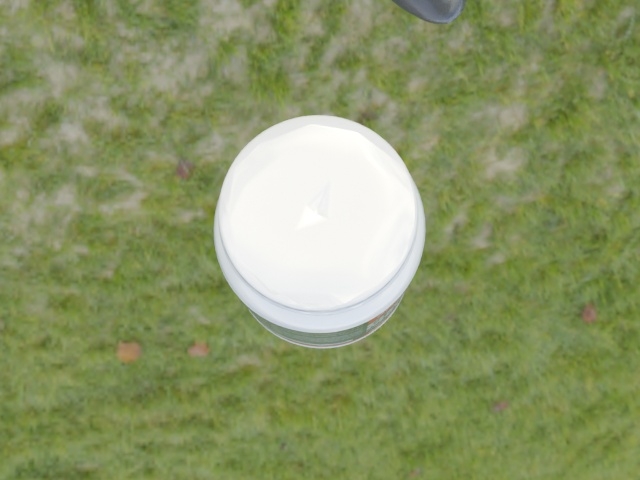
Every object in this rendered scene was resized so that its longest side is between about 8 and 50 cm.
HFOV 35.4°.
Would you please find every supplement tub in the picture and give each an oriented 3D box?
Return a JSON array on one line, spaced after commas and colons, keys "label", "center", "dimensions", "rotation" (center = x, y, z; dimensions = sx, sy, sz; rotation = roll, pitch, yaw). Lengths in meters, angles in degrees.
[{"label": "supplement tub", "center": [0.000, 0.000, 0.964], "dimensions": [0.191, 0.191, 0.272], "rotation": [-8, 170, -1]}]

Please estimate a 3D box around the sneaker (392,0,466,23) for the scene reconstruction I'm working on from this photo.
[{"label": "sneaker", "center": [0.062, -0.365, 1.194], "dimensions": [0.286, 0.130, 0.109], "rotation": [45, 121, -9]}]
